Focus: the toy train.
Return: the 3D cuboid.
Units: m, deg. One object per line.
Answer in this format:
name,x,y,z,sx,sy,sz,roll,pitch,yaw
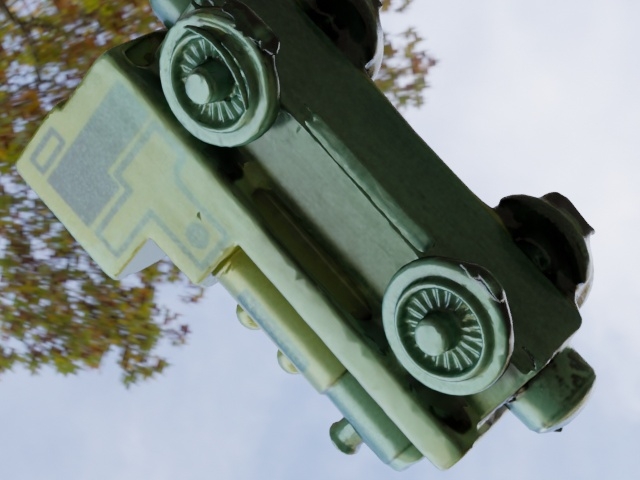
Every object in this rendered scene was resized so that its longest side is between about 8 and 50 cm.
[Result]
toy train,0.000,0.000,0.884,0.369,0.237,0.150,49,-144,8
